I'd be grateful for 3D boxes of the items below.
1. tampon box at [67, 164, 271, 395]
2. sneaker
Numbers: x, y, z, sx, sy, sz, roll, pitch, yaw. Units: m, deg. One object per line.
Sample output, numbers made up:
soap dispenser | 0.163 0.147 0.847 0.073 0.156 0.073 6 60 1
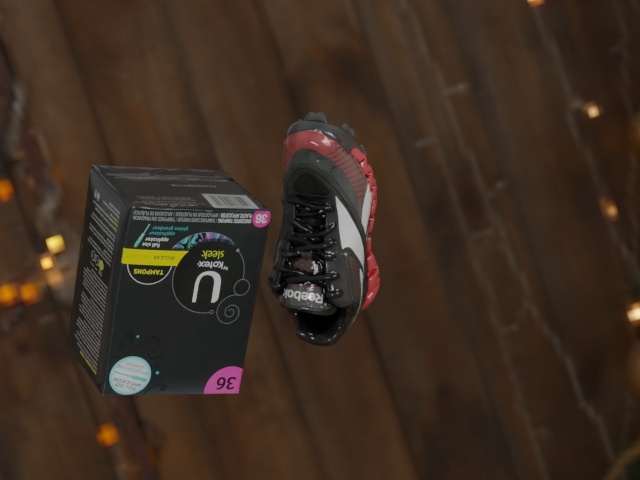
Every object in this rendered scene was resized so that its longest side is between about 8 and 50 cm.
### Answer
tampon box | -0.123 0.032 1.514 0.120 0.161 0.101 1 20 -25
sneaker | 0.000 0.000 1.968 0.098 0.276 0.135 10 43 18
